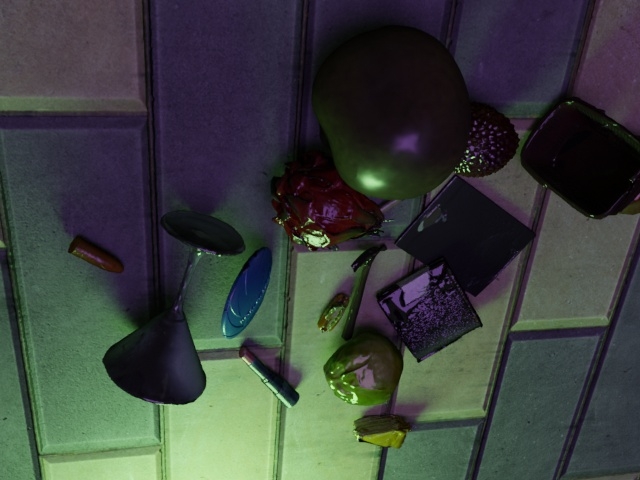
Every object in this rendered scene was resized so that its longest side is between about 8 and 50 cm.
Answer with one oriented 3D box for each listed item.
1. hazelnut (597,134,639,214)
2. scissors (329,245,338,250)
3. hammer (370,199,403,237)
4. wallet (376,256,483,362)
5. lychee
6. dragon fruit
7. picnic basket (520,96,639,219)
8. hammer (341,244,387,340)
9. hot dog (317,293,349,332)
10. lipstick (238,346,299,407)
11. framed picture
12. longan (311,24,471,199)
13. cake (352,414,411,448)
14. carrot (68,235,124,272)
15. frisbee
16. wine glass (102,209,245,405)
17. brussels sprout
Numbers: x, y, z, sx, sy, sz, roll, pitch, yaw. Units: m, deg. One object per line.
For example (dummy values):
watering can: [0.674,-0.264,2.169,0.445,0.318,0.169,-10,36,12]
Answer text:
hazelnut: [0.775,-0.166,1.845,0.214,0.176,0.214,1,88,-32]
scissors: [0.000,0.000,1.850,0.113,0.012,0.039,27,111,-25]
hammer: [0.199,-0.108,1.822,0.288,0.033,0.111,-35,120,8]
wallet: [0.303,0.196,2.002,0.221,0.071,0.262,-29,117,8]
lychee: [0.372,-0.230,1.702,0.188,0.188,0.188,-6,121,-10]
dragon fruit: [0.027,-0.085,1.679,0.293,0.233,0.233,7,119,0]
picnic basket: [0.647,-0.191,1.746,0.129,0.297,0.222,12,119,-47]
hammer: [0.103,0.145,1.931,0.125,0.027,0.297,-20,135,-42]
hot dog: [0.036,0.198,1.958,0.056,0.041,0.133,22,113,-24]
lipstick: [-0.144,0.373,2.019,0.053,0.053,0.234,-34,118,8]
framed picture: [0.389,-0.003,1.940,0.324,0.013,0.244,32,108,-26]
longan: [0.149,-0.264,1.543,0.361,0.361,0.360,-6,121,-10]
cake: [0.178,0.586,2.213,0.185,0.079,0.116,-11,135,-18]
carrot: [-0.526,0.041,1.734,0.139,0.048,0.048,33,108,-29]
frisbee: [-0.166,0.132,1.768,0.045,0.242,0.242,24,117,13]
wine glass: [-0.339,0.149,1.731,0.267,0.267,0.405,14,110,-20]
brussels sprout: [0.122,0.351,1.997,0.223,0.161,0.223,-10,122,-16]
